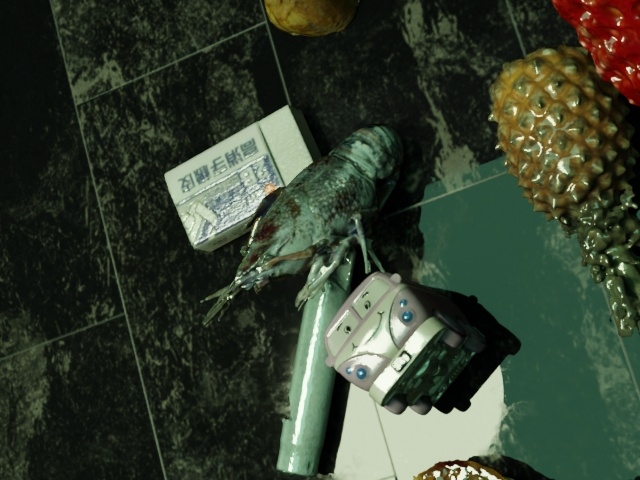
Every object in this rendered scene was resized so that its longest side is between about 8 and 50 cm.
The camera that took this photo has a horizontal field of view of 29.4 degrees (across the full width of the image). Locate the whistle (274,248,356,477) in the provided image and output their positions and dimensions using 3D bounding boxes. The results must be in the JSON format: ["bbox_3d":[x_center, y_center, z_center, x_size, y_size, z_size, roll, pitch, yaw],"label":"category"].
[{"bbox_3d":[-0.005,0.159,1.634,0.062,0.062,0.312,9,87,23],"label":"whistle"}]

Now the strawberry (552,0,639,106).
[{"bbox_3d":[0.388,-0.280,1.346,0.317,0.345,0.295,-140,62,-64],"label":"strawberry"}]

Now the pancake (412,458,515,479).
[{"bbox_3d":[0.186,0.443,1.468,0.356,0.065,0.356,-5,79,26],"label":"pancake"}]

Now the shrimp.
[{"bbox_3d":[0.001,-0.002,1.557,0.172,0.137,0.372,30,72,23],"label":"shrimp"}]

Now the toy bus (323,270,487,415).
[{"bbox_3d":[0.101,0.126,1.519,0.142,0.202,0.142,44,100,23],"label":"toy bus"}]

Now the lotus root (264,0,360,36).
[{"bbox_3d":[-0.009,-0.339,1.676,0.159,0.135,0.095,-46,70,25],"label":"lotus root"}]

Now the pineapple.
[{"bbox_3d":[0.321,-0.056,1.473,0.175,0.175,0.361,-21,75,19],"label":"pineapple"}]

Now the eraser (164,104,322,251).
[{"bbox_3d":[-0.102,-0.085,1.702,0.210,0.068,0.124,-28,73,16],"label":"eraser"}]
